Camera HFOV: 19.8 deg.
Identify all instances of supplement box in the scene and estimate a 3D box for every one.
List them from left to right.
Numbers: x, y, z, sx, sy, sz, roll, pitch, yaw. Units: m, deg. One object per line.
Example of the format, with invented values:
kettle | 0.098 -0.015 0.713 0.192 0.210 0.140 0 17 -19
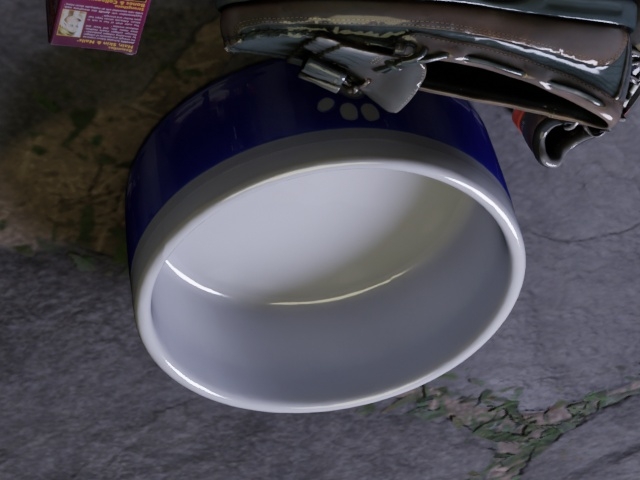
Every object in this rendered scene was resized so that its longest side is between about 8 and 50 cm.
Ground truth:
supplement box | -0.128 -0.156 1.081 0.055 0.043 0.083 5 136 -19

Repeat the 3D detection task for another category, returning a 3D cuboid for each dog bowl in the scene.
dog bowl | 0.000 0.000 1.247 0.265 0.104 0.265 -7 140 -6

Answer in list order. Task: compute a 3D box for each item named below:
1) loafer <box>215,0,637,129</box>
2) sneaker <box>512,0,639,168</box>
loafer | 0.069 -0.113 1.120 0.267 0.084 0.096 0 178 -13
sneaker | 0.195 -0.103 1.203 0.061 0.065 0.158 20 131 -32
